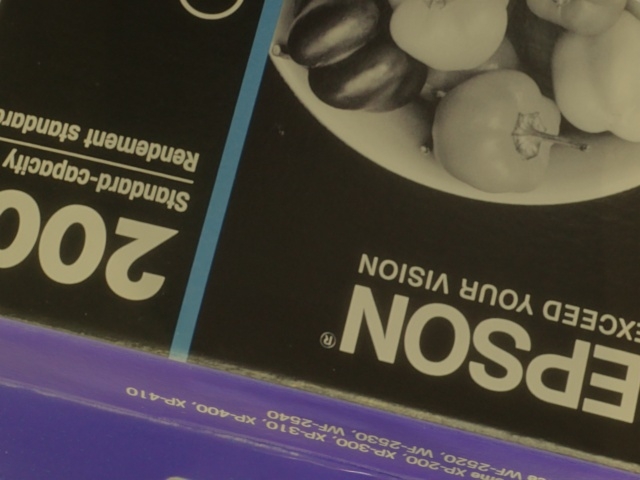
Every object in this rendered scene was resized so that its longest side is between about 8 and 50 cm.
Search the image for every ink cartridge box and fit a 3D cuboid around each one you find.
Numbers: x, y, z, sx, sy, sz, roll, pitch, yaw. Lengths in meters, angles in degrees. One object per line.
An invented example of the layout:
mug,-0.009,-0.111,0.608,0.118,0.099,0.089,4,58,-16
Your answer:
ink cartridge box,0.000,0.000,0.489,0.045,0.206,0.208,96,-173,-75
